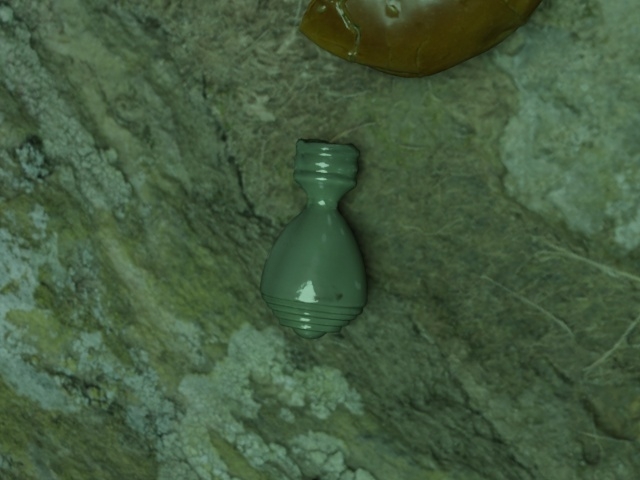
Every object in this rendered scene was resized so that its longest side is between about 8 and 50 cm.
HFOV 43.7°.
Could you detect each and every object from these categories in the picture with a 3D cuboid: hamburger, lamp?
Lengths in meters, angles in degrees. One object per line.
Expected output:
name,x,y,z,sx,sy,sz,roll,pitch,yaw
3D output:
hamburger,0.121,-0.241,0.667,0.283,0.144,0.156,-44,86,17
lamp,0.000,0.000,0.772,0.106,0.106,0.193,8,93,15
